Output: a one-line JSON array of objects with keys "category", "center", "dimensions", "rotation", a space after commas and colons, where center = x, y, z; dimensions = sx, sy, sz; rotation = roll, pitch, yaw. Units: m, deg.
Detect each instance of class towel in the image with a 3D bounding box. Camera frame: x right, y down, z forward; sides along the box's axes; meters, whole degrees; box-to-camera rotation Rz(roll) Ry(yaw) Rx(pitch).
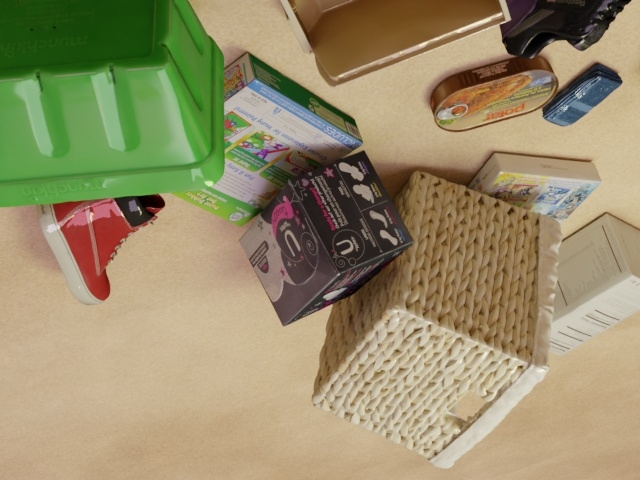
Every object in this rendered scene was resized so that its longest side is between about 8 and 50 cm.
[{"category": "towel", "center": [0.397, -0.216, 2.031], "dimensions": [0.067, 0.029, 0.119], "rotation": [14, 137, -40]}]

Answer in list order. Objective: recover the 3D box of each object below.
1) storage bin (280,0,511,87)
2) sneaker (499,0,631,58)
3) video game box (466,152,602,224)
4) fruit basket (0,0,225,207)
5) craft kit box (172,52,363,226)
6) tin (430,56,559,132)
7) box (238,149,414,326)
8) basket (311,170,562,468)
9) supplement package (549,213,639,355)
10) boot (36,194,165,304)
[{"category": "storage bin", "center": [0.065, -0.338, 1.608], "dimensions": [0.260, 0.123, 0.262], "rotation": [-21, 148, 7]}, {"category": "sneaker", "center": [0.357, -0.306, 1.705], "dimensions": [0.283, 0.124, 0.107], "rotation": [-14, 165, 37]}, {"category": "video game box", "center": [0.329, -0.066, 2.217], "dimensions": [0.205, 0.048, 0.187], "rotation": [4, 146, -28]}, {"category": "fruit basket", "center": [-0.294, -0.138, 1.629], "dimensions": [0.392, 0.283, 0.392], "rotation": [-2, 140, -2]}, {"category": "craft kit box", "center": [-0.109, -0.135, 1.912], "dimensions": [0.246, 0.061, 0.250], "rotation": [-35, 144, 23]}, {"category": "tin", "center": [0.254, -0.214, 1.965], "dimensions": [0.189, 0.040, 0.106], "rotation": [-15, 144, -1]}, {"category": "box", "center": [0.000, 0.000, 1.989], "dimensions": [0.142, 0.163, 0.247], "rotation": [-23, 170, -29]}, {"category": "basket", "center": [0.183, 0.118, 2.128], "dimensions": [0.266, 0.331, 0.328], "rotation": [25, 136, -11]}, {"category": "supplement package", "center": [0.476, 0.084, 2.427], "dimensions": [0.244, 0.139, 0.134], "rotation": [-35, 142, 30]}, {"category": "boot", "center": [-0.306, 0.002, 2.010], "dimensions": [0.176, 0.088, 0.244], "rotation": [-16, 145, -3]}]
